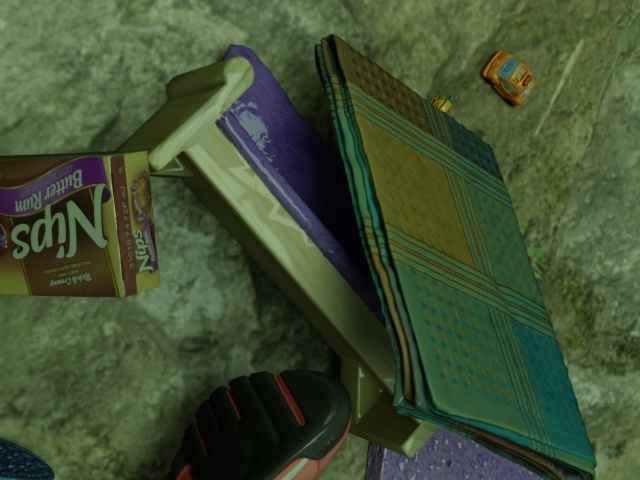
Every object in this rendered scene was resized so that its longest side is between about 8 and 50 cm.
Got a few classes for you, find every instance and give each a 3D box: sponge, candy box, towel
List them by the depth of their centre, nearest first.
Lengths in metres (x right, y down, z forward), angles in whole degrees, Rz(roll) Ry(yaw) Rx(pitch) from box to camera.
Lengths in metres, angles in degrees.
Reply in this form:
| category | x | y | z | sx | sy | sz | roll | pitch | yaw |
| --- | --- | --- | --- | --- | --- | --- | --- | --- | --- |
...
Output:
| category | x | y | z | sx | sy | sz | roll | pitch | yaw |
| --- | --- | --- | --- | --- | --- | --- | --- | --- | --- |
| candy box | -0.219 | -0.013 | 0.997 | 0.053 | 0.187 | 0.109 | -18 | 106 | -60 |
| towel | 0.113 | 0.018 | 1.083 | 0.271 | 0.040 | 0.370 | 29 | 38 | -44 |
| sponge | 0.149 | 0.191 | 1.284 | 0.210 | 0.031 | 0.117 | 4 | 93 | -27 |

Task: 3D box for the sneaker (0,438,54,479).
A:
| category | x | y | z | sx | sy | sz | roll | pitch | yaw |
| --- | --- | --- | --- | --- | --- | --- | --- | --- | --- |
| sneaker | -0.335 | 0.203 | 1.023 | 0.232 | 0.081 | 0.090 | 13 | 104 | -28 |

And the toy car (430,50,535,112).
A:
| category | x | y | z | sx | sy | sz | roll | pitch | yaw |
| --- | --- | --- | --- | --- | --- | --- | --- | --- | --- |
| toy car | 0.165 | -0.139 | 1.252 | 0.122 | 0.040 | 0.060 | -37 | 110 | -19 |

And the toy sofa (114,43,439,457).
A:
| category | x | y | z | sx | sy | sz | roll | pitch | yaw |
| --- | --- | --- | --- | --- | --- | --- | --- | --- | --- |
| toy sofa | 0.000 | 0.000 | 1.108 | 0.177 | 0.150 | 0.362 | -45 | 108 | -16 |

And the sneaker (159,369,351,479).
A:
| category | x | y | z | sx | sy | sz | roll | pitch | yaw |
| --- | --- | --- | --- | --- | --- | --- | --- | --- | --- |
| sneaker | -0.071 | 0.228 | 1.101 | 0.136 | 0.116 | 0.314 | 30 | 115 | -39 |
